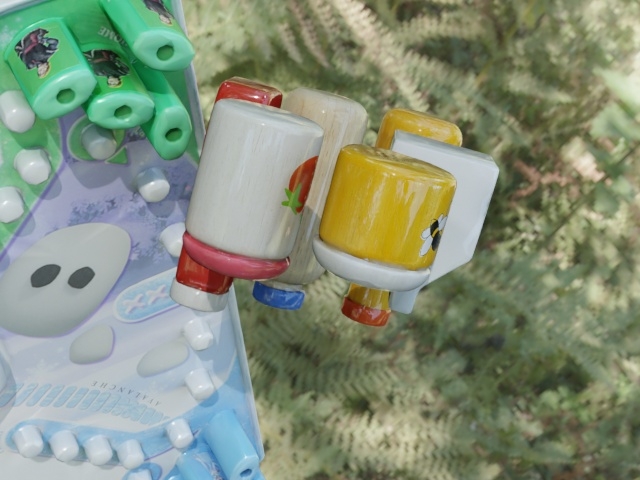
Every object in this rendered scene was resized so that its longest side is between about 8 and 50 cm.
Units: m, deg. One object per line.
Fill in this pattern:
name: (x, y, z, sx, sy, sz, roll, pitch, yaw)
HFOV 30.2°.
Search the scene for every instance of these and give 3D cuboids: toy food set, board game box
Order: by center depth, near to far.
toy food set: (0.000, 0.000, 0.479, 0.111, 0.104, 0.232, 16, 12, 0)
board game box: (-0.215, 0.094, 0.560, 0.390, 0.390, 0.050, -22, 50, -15)
